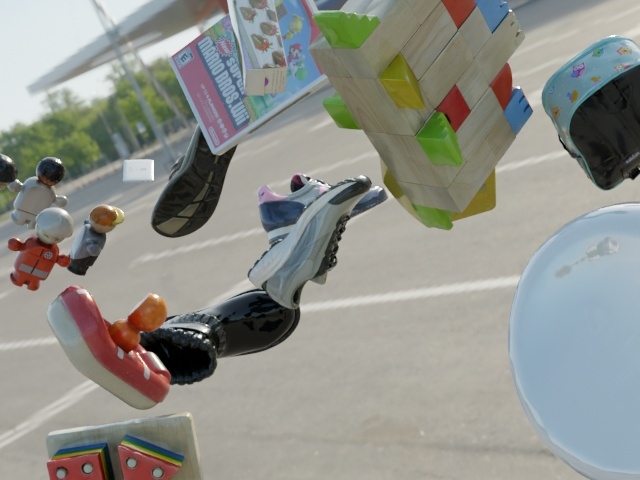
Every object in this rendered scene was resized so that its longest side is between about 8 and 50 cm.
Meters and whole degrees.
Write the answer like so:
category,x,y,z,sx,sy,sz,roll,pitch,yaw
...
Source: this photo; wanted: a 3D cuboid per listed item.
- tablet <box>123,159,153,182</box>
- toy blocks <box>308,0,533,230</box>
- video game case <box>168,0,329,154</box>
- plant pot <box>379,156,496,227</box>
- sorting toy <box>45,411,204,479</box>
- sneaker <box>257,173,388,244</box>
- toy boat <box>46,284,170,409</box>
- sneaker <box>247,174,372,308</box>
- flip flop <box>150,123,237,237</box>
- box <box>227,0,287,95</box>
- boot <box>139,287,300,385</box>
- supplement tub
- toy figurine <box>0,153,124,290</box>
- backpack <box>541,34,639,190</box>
category,x,y,z,sx,sy,sz,roll,pitch,yaw
tablet,-0.331,-0.127,1.800,0.054,0.006,0.083,-2,32,-9
toy blocks,0.160,-0.232,1.303,0.191,0.381,0.261,13,58,48
video game case,-0.114,-0.304,1.698,0.285,0.204,0.025,-31,-13,23
plant pot,0.237,-0.151,1.900,0.212,0.212,0.187,-16,46,-4
sorting toy,-0.329,0.445,1.688,0.256,0.257,0.089,-9,8,3
sneaker,0.007,-0.094,2.102,0.319,0.131,0.112,-19,-5,-37
toy boat,-0.294,0.139,1.482,0.151,0.231,0.151,-46,43,-3
sneaker,0.000,0.000,1.626,0.271,0.108,0.100,-49,-10,22
flip flop,-0.243,-0.132,1.909,0.080,0.112,0.277,11,77,57
box,-0.107,-0.366,1.500,0.063,0.323,0.067,-6,-28,-11
boot,-0.201,0.190,1.955,0.348,0.131,0.260,-17,1,-4
supplement tub,0.351,0.091,0.878,0.325,0.235,0.235,3,-12,-41
toy figurine,-0.454,-0.041,1.610,0.148,0.213,0.209,-57,-17,21
backpack,0.389,-0.185,1.328,0.166,0.144,0.188,-35,-38,15
